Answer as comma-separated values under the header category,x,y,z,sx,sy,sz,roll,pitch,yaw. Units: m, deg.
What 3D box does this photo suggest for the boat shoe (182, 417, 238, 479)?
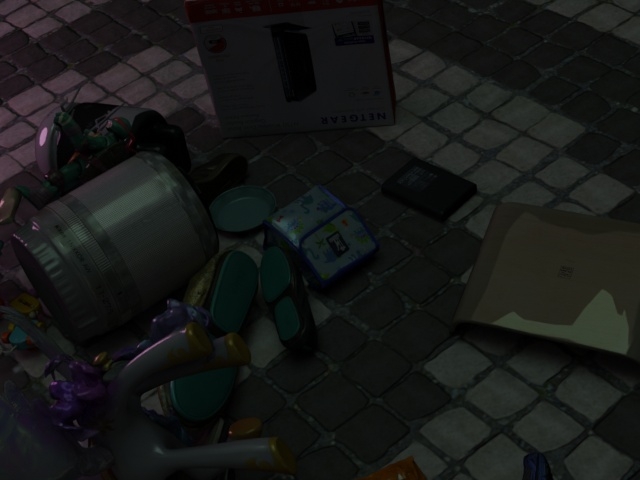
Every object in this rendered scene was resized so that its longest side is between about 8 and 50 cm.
category,x,y,z,sx,sy,sz,roll,pitch,yaw
boat shoe,-0.145,0.329,1.438,0.065,0.075,0.206,32,36,-15

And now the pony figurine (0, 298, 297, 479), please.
category,x,y,z,sx,sy,sz,roll,pitch,yaw
pony figurine,-0.259,0.218,1.307,0.364,0.351,0.303,-28,18,16

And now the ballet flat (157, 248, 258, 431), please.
category,x,y,z,sx,sy,sz,roll,pitch,yaw
ballet flat,-0.177,0.155,1.588,0.123,0.123,0.348,0,41,14

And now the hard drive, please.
category,x,y,z,sx,sy,sz,roll,pitch,yaw
hard drive,0.183,-0.088,1.824,0.135,0.022,0.094,28,55,36

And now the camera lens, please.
category,x,y,z,sx,sy,sz,roll,pitch,yaw
camera lens,-0.315,0.005,1.696,0.274,0.219,0.219,-33,46,-21

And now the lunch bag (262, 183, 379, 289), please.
category,x,y,z,sx,sy,sz,roll,pitch,yaw
lunch bag,0.000,0.000,1.727,0.129,0.096,0.151,-34,60,-26

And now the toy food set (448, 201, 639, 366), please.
category,x,y,z,sx,sy,sz,roll,pitch,yaw
toy food set,0.361,0.073,1.573,0.306,0.092,0.219,11,58,26

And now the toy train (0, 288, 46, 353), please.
category,x,y,z,sx,sy,sz,roll,pitch,yaw
toy train,-0.500,0.139,1.728,0.125,0.046,0.166,-24,40,-11

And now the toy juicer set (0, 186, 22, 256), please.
category,x,y,z,sx,sy,sz,roll,pitch,yaw
toy juicer set,-0.558,0.026,1.757,0.329,0.089,0.209,-36,20,22

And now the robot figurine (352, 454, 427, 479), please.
category,x,y,z,sx,sy,sz,roll,pitch,yaw
robot figurine,0.025,0.387,1.298,0.291,0.085,0.211,-25,43,-14

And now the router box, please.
category,x,y,z,sx,sy,sz,roll,pitch,yaw
router box,-0.043,-0.338,1.945,0.336,0.301,0.082,-4,42,10

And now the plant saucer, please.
category,x,y,z,sx,sy,sz,roll,pitch,yaw
plant saucer,-0.133,-0.049,1.859,0.119,0.021,0.119,-7,41,6

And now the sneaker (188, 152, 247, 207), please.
category,x,y,z,sx,sy,sz,roll,pitch,yaw
sneaker,-0.212,-0.093,1.908,0.071,0.066,0.188,10,39,47

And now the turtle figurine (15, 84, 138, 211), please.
category,x,y,z,sx,sy,sz,roll,pitch,yaw
turtle figurine,-0.385,-0.145,1.740,0.118,0.175,0.234,39,79,13

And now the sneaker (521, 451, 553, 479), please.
category,x,y,z,sx,sy,sz,roll,pitch,yaw
sneaker,0.235,0.345,1.300,0.087,0.083,0.221,-1,39,25

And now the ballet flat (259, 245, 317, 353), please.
category,x,y,z,sx,sy,sz,roll,pitch,yaw
ballet flat,-0.044,0.095,1.648,0.074,0.074,0.203,-15,44,-3

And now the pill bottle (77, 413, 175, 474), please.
category,x,y,z,sx,sy,sz,roll,pitch,yaw
pill bottle,-0.277,0.292,1.473,0.152,0.086,0.086,-12,42,0

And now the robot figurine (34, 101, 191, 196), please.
category,x,y,z,sx,sy,sz,roll,pitch,yaw
robot figurine,-0.374,-0.156,1.927,0.278,0.173,0.209,8,3,21
